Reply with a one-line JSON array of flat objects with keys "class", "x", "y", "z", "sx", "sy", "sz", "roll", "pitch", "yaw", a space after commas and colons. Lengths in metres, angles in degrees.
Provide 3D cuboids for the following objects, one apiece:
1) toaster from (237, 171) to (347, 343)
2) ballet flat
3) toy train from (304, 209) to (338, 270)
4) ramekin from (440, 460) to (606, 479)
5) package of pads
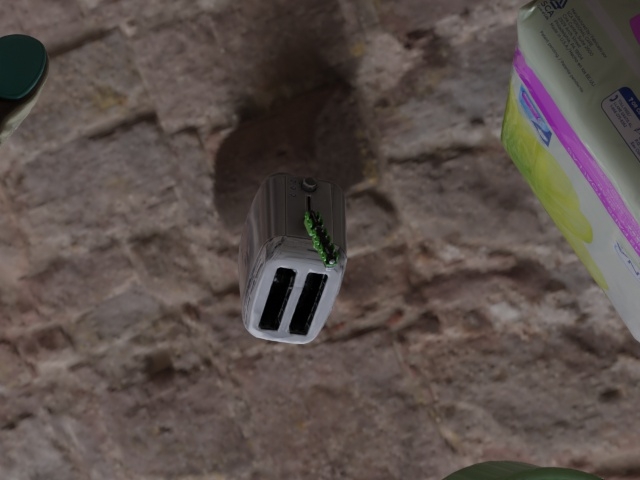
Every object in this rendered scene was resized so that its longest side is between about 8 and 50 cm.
[{"class": "toaster", "x": -0.041, "y": 0.033, "z": 1.460, "sx": 0.129, "sy": 0.227, "sz": 0.146, "roll": 11, "pitch": -142, "yaw": -13}, {"class": "ballet flat", "x": -0.346, "y": -0.125, "z": 1.126, "sx": 0.086, "sy": 0.086, "sz": 0.248, "roll": -16, "pitch": -149, "yaw": 21}, {"class": "toy train", "x": 0.000, "y": 0.000, "z": 1.126, "sx": 0.017, "sy": 0.023, "sz": 0.083, "roll": -4, "pitch": -140, "yaw": -17}, {"class": "ramekin", "x": 0.223, "y": 0.394, "z": 1.246, "sx": 0.303, "sy": 0.303, "sz": 0.148, "roll": -25, "pitch": -173, "yaw": -14}, {"class": "package of pads", "x": 0.231, "y": -0.044, "z": 0.794, "sx": 0.101, "sy": 0.229, "sz": 0.296, "roll": -32, "pitch": 168, "yaw": 1}]
